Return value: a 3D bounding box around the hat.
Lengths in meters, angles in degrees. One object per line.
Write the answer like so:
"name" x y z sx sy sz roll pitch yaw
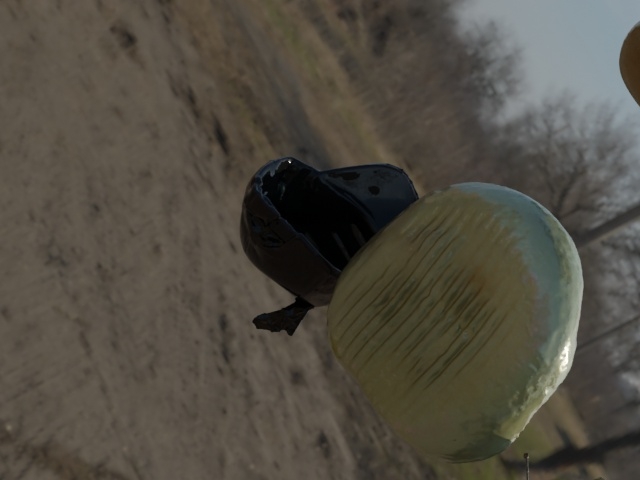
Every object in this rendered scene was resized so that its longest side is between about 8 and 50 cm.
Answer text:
"hat" 0.007 0.014 1.795 0.336 0.209 0.238 -1 54 -35

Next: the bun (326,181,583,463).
"bun" 0.184 0.106 1.524 0.213 0.361 0.361 15 43 -54

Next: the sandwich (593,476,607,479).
"sandwich" 0.283 0.386 1.469 0.087 0.251 0.226 61 -5 7

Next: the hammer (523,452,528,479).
"hammer" 0.401 0.460 2.292 0.123 0.029 0.014 -82 174 -50

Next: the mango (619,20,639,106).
"mango" 0.585 -0.252 1.798 0.384 0.221 0.199 -115 -168 -58
